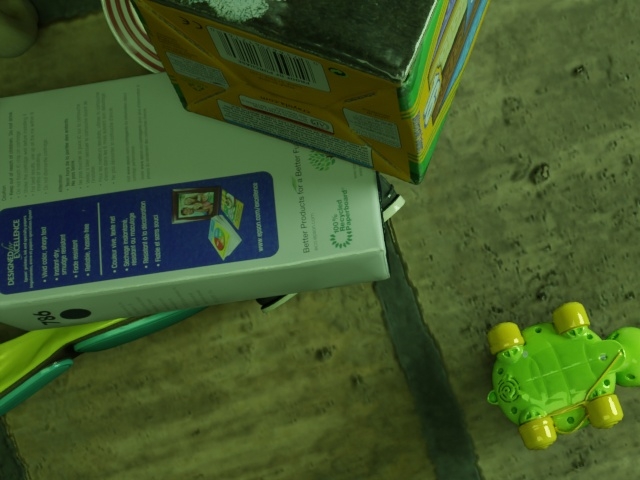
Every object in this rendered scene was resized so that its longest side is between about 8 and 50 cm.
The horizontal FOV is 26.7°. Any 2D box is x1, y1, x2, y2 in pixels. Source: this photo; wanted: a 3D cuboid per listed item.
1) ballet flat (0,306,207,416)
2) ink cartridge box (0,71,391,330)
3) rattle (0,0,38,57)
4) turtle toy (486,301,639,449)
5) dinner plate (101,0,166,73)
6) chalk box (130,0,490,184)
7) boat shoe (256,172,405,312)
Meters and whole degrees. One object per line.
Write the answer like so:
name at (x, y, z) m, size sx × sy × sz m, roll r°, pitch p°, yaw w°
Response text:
ballet flat at (-0.190, 0.061, 0.998) m, size 0.231 × 0.077 × 0.077 m, roll -28°, pitch 82°, yaw 9°
ink cartridge box at (-0.124, -0.033, 0.950) m, size 0.333 × 0.065 × 0.165 m, roll -7°, pitch 68°, yaw 4°
rattle at (-0.211, -0.192, 0.897) m, size 0.143 × 0.199 × 0.130 m, roll -19°, pitch 96°, yaw 6°
turtle toy at (0.183, 0.097, 0.978) m, size 0.130 × 0.066 × 0.095 m, roll -18°, pitch 73°, yaw 4°
dinner plate at (-0.090, -0.185, 0.983) m, size 0.141 × 0.017 × 0.141 m, roll 0°, pitch 97°, yaw 4°
chalk box at (0.028, -0.215, 0.860) m, size 0.180 × 0.179 × 0.288 m, roll 20°, pitch 76°, yaw 11°
boat shoe at (0.000, 0.000, 0.986) m, size 0.133 × 0.049 × 0.042 m, roll -42°, pitch 97°, yaw 1°
